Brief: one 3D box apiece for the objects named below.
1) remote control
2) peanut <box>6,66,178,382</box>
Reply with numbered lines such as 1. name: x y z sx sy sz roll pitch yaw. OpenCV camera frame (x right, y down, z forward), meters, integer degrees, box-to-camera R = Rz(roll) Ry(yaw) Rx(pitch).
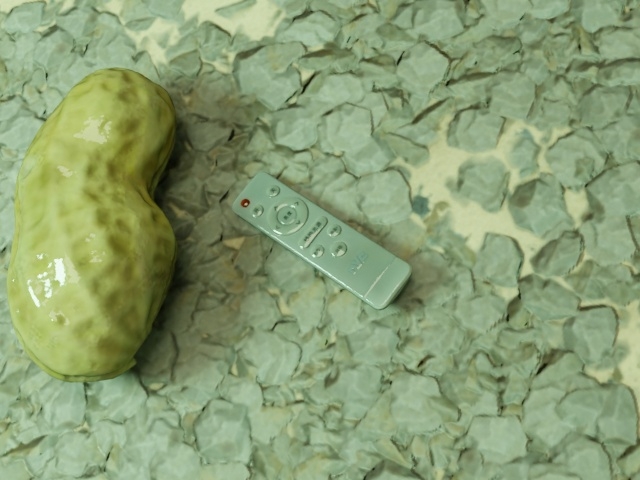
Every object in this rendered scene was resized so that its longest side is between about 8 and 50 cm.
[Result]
1. remote control: 0.000 0.000 0.919 0.184 0.027 0.050 34 78 26
2. peanut: -0.200 -0.024 0.916 0.147 0.147 0.305 -9 63 8
